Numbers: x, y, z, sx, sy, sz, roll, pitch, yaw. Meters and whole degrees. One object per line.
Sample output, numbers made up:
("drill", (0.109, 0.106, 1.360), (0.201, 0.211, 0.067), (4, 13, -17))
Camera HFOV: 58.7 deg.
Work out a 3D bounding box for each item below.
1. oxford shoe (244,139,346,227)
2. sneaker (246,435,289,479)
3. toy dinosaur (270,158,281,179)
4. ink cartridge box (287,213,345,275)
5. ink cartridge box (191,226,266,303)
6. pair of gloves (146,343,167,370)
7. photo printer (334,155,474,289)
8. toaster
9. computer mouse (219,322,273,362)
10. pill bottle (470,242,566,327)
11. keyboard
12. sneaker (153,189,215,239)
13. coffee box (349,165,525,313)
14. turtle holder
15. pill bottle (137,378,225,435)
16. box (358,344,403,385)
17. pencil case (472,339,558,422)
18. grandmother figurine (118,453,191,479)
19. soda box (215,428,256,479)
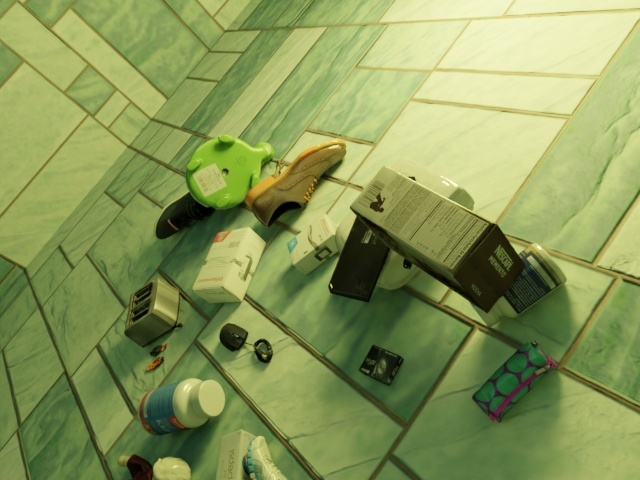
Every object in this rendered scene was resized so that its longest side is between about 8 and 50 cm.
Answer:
("oxford shoe", (-0.054, -0.175, 1.777), (0.363, 0.130, 0.133), (-36, 70, 4))
("sneaker", (-0.104, 0.504, 1.211), (0.082, 0.071, 0.191), (-27, 48, 15))
("toy dinosaur", (-0.177, -0.188, 1.952), (0.183, 0.053, 0.093), (-54, 18, 8))
("ink cartridge box", (0.000, 0.000, 1.574), (0.180, 0.060, 0.104), (-38, 37, 12))
("ink cartridge box", (-0.281, 0.080, 1.756), (0.158, 0.092, 0.218), (-8, 49, 41))
("pair of gloves", (-0.516, 0.366, 1.791), (0.074, 0.010, 0.083), (-29, 39, 23))
("photo printer", (0.186, -0.038, 1.384), (0.307, 0.107, 0.256), (-48, 38, 0))
("toaster", (-0.546, 0.233, 1.862), (0.185, 0.110, 0.168), (-32, 40, 19))
("computer mouse", (-0.208, 0.275, 1.543), (0.242, 0.041, 0.071), (11, 64, 49))
("pill bottle", (0.371, 0.090, 1.089), (0.169, 0.094, 0.094), (-39, 37, 11))
("keyboard", (0.150, -0.008, 1.282), (0.201, 0.033, 0.318), (8, 67, 40))
("sneaker", (-0.507, -0.098, 2.135), (0.295, 0.105, 0.147), (-43, 31, -2))
("coffee box", (0.217, -0.008, 1.089), (0.119, 0.168, 0.297), (-51, 45, -2))
("turtle holder", (-0.329, -0.258, 1.998), (0.321, 0.243, 0.227), (-60, 14, -9))
("pill bottle", (-0.359, 0.428, 1.478), (0.221, 0.124, 0.124), (-22, 43, 31))
("box", (0.130, 0.268, 1.228), (0.083, 0.018, 0.067), (14, 67, 50))
("pencil case", (0.340, 0.247, 0.998), (0.152, 0.064, 0.070), (-46, 11, 2))
("grandmother figurine", (-0.468, 0.637, 1.425), (0.342, 0.104, 0.208), (-31, 66, 16))
("soda box", (-0.184, 0.536, 1.250), (0.073, 0.069, 0.216), (-28, 39, 25))
